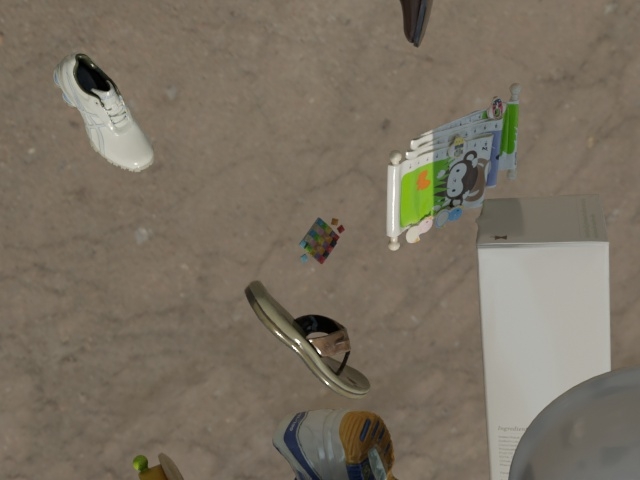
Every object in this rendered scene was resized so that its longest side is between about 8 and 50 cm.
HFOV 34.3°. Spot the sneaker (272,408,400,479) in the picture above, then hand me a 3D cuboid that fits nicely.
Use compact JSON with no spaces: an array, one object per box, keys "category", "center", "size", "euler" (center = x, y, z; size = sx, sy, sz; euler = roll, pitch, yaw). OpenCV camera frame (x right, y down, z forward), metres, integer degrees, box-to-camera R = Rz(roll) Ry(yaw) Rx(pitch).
[{"category":"sneaker","center":[0.032,0.315,1.247],"size":[0.112,0.131,0.296],"euler":[-51,134,-49]}]

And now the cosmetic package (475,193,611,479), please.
[{"category":"cosmetic package","center":[0.276,0.142,1.275],"size":[0.197,0.155,0.365],"euler":[-61,147,-66]}]

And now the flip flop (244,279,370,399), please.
[{"category":"flip flop","center":[-0.006,0.143,1.551],"size":[0.080,0.112,0.277],"euler":[-43,118,0]}]

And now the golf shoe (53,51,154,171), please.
[{"category":"golf shoe","center":[-0.275,-0.165,1.332],"size":[0.069,0.176,0.086],"euler":[-43,-170,-22]}]

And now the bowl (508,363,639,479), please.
[{"category":"bowl","center":[0.282,0.249,0.790],"size":[0.134,0.298,0.297],"euler":[-53,168,-57]}]

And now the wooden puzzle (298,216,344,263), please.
[{"category":"wooden puzzle","center":[0.000,0.000,1.481],"size":[0.049,0.006,0.083],"euler":[42,75,-32]}]

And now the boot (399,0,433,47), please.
[{"category":"boot","center":[0.020,-0.188,0.707],"size":[0.037,0.114,0.106],"euler":[-39,133,-74]}]

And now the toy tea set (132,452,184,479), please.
[{"category":"toy tea set","center":[-0.171,0.441,1.305],"size":[0.124,0.336,0.200],"euler":[-29,-173,-9]}]

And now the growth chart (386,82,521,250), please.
[{"category":"growth chart","center":[0.178,-0.093,1.384],"size":[0.237,0.021,0.171],"euler":[-28,130,-21]}]
